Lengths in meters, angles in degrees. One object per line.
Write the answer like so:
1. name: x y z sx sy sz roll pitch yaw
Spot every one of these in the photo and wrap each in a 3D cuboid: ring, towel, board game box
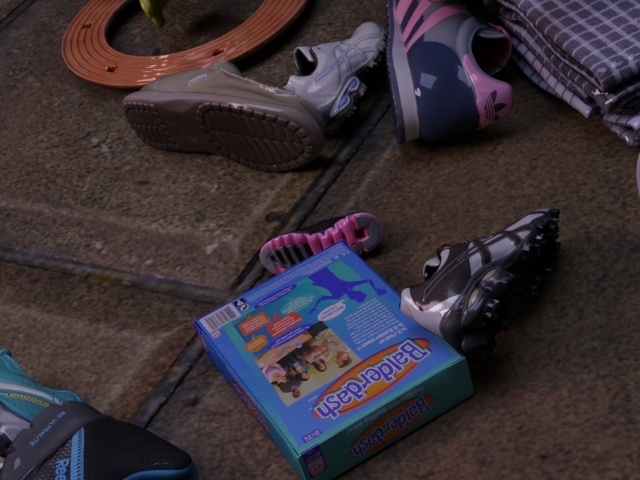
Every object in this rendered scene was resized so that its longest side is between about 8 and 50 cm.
1. ring: -0.167 -0.286 1.702 0.337 0.032 0.336 -12 38 10
2. towel: 0.321 -0.236 1.358 0.235 0.121 0.283 -26 38 -8
3. board game box: 0.006 0.099 1.134 0.160 0.047 0.210 -28 38 -13

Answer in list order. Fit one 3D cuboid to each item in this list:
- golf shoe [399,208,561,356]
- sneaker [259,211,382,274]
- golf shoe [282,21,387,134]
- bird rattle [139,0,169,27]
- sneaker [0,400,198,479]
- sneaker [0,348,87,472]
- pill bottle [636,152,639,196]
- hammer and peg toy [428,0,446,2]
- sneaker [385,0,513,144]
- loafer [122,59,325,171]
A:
1. golf shoe: 0.139 0.019 1.124 0.094 0.077 0.198 15 31 28
2. sneaker: 0.000 0.000 1.272 0.119 0.047 0.057 -15 18 2
3. golf shoe: 0.017 -0.199 1.457 0.069 0.086 0.176 -49 11 43
4. bird rattle: -0.201 -0.390 1.671 0.143 0.207 0.253 -15 43 -25
5. sneaker: -0.220 0.258 0.971 0.140 0.125 0.341 12 49 27
6. sneaker: -0.323 0.144 1.201 0.275 0.107 0.110 18 31 32
7. pill bottle: 0.437 -0.122 1.092 0.363 0.210 0.210 -38 41 -24
8. hammer and peg toy: 0.177 -0.363 1.390 0.266 0.127 0.361 -31 44 -12
9. sneaker: 0.138 -0.218 1.436 0.131 0.112 0.319 -5 45 7
10. loafer: -0.098 -0.145 1.438 0.268 0.102 0.092 13 53 35
